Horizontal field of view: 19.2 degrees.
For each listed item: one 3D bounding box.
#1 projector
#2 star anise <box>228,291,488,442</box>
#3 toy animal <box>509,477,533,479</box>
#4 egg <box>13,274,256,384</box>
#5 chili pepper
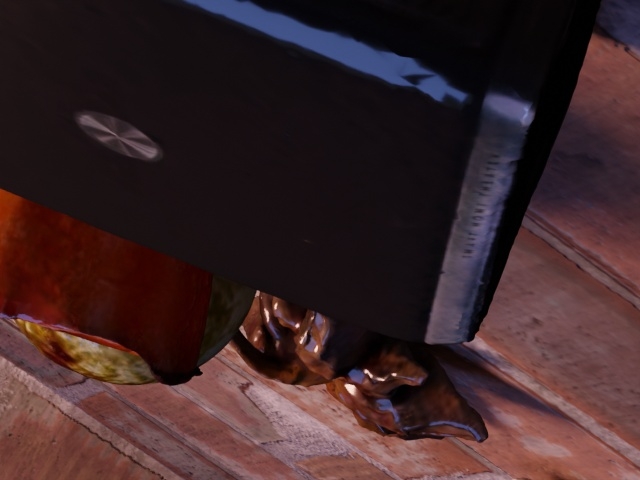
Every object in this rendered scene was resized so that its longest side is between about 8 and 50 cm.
[{"bbox_3d":[-0.060,-0.156,0.986,0.405,0.242,0.395,21,162,7],"label":"projector"},{"bbox_3d":[0.010,0.114,1.903,0.349,0.109,0.292,41,156,-23],"label":"star anise"},{"bbox_3d":[0.253,0.357,2.028,0.193,0.178,0.127,39,164,-16],"label":"toy animal"},{"bbox_3d":[-0.183,0.006,1.721,0.238,0.238,0.289,45,170,-35],"label":"egg"},{"bbox_3d":[-0.147,-0.058,1.459,0.229,0.305,0.251,21,174,9],"label":"chili pepper"}]
